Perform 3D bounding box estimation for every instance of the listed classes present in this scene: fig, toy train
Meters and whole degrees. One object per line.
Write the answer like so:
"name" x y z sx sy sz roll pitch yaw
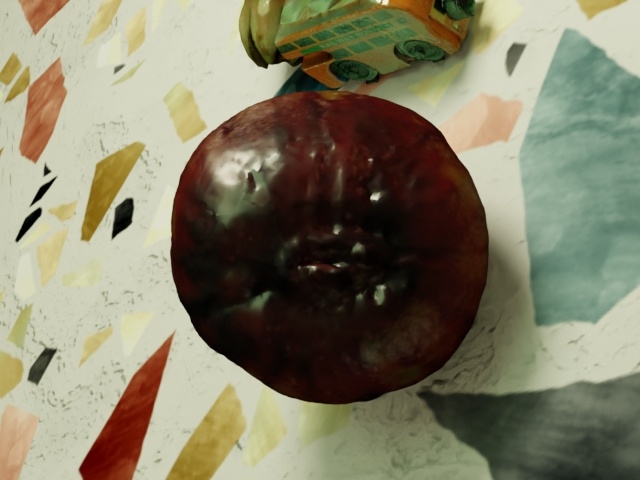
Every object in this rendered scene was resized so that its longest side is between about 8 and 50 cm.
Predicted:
"fig" 0.001 -0.002 1.088 0.224 0.224 0.263 -44 35 19
"toy train" 0.046 -0.190 1.278 0.188 0.099 0.072 -11 55 48

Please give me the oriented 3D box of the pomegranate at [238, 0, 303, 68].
"pomegranate" -0.020 -0.293 1.374 0.159 0.190 0.240 5 65 27
